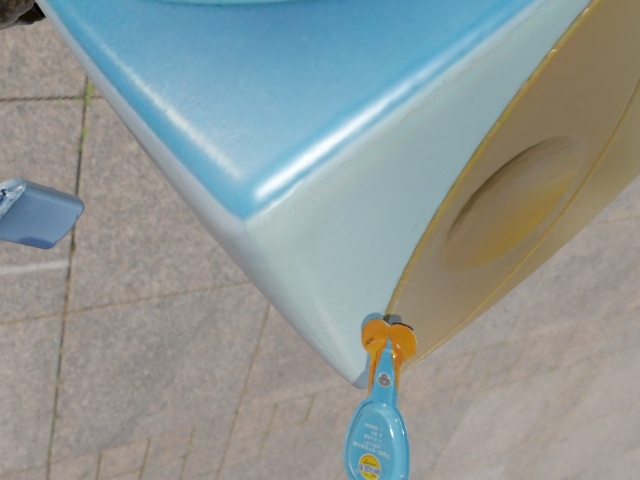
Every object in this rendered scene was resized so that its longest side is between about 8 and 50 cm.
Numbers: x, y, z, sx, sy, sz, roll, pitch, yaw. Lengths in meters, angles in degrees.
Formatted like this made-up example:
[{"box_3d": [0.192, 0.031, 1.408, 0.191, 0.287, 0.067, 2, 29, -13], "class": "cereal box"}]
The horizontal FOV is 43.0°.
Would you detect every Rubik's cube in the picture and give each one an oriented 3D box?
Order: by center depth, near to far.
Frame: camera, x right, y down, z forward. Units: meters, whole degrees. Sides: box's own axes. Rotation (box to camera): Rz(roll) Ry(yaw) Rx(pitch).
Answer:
[{"box_3d": [0.033, -0.137, 0.637, 0.347, 0.351, 0.352, -39, 153, -3], "class": "Rubik's cube"}]

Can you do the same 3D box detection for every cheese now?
[{"box_3d": [0.035, 0.101, 0.471, 0.017, 0.047, 0.111, -4, 102, -54], "class": "cheese"}]

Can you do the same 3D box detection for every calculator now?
[{"box_3d": [-0.501, -0.043, 1.412, 0.121, 0.039, 0.210, -47, 156, 10], "class": "calculator"}]

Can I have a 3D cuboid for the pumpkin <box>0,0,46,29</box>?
[{"box_3d": [-0.447, -0.418, 1.175, 0.321, 0.320, 0.192, -27, 103, -11], "class": "pumpkin"}]
